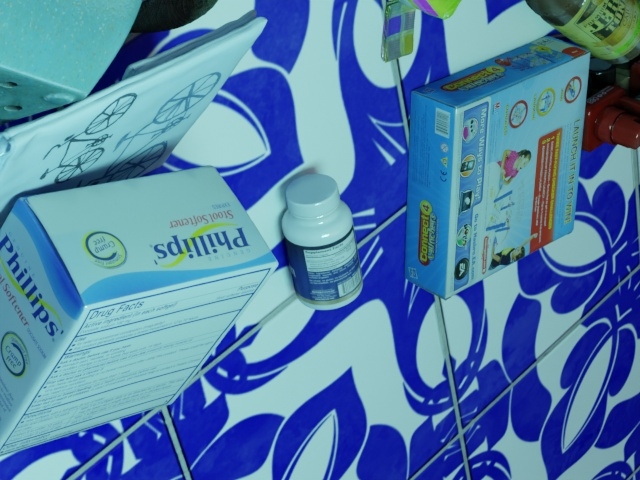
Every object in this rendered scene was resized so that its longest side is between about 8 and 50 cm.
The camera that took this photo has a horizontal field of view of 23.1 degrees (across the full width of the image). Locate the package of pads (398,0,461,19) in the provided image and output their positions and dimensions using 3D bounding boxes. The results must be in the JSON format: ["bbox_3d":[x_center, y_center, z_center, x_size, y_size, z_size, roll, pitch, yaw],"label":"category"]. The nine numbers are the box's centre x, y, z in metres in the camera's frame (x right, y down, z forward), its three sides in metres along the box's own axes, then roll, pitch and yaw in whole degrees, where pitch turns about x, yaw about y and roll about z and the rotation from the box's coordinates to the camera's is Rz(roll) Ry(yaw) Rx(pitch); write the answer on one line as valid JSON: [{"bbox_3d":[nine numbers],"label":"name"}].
[{"bbox_3d":[0.161,-0.456,1.980,0.297,0.101,0.229,-58,141,-7],"label":"package of pads"}]

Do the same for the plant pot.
[{"bbox_3d":[-0.304,-0.243,1.385,0.247,0.247,0.252,16,67,-51],"label":"plant pot"}]

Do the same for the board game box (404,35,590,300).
[{"bbox_3d":[0.259,-0.110,2.296,0.302,0.086,0.308,-25,128,-38],"label":"board game box"}]

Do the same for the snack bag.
[{"bbox_3d":[-0.241,-0.097,1.627,0.342,0.037,0.323,-31,173,-35],"label":"snack bag"}]

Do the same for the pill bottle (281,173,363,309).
[{"bbox_3d":[0.000,0.000,2.060,0.094,0.094,0.169,-36,134,-30],"label":"pill bottle"}]

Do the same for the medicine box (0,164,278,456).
[{"bbox_3d":[-0.237,0.076,1.700,0.263,0.149,0.289,-13,150,-44],"label":"medicine box"}]

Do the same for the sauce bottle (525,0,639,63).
[{"bbox_3d":[0.362,-0.353,2.257,0.344,0.111,0.111,19,96,-51],"label":"sauce bottle"}]

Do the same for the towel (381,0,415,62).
[{"bbox_3d":[0.106,-0.282,2.088,0.060,0.009,0.083,-20,125,-40],"label":"towel"}]

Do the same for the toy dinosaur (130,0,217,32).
[{"bbox_3d":[-0.144,-0.311,1.705,0.160,0.121,0.314,21,91,-40],"label":"toy dinosaur"}]

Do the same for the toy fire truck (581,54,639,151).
[{"bbox_3d":[0.503,-0.212,2.384,0.217,0.246,0.159,-31,132,-34],"label":"toy fire truck"}]
